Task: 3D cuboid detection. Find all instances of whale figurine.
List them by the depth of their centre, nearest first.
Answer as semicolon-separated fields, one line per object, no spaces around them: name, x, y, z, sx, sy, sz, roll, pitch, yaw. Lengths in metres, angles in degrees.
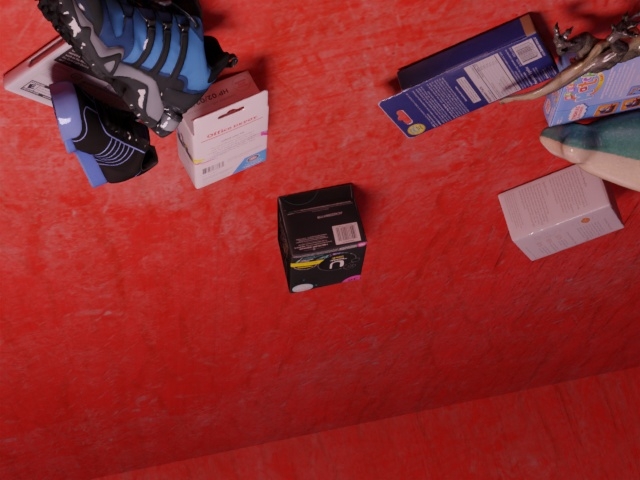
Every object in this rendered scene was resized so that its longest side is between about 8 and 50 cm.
whale figurine;0.467;-0.149;1.865;0.272;0.141;0.216;11;-168;-19

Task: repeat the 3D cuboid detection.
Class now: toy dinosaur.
toy dinosaur;0.351;-0.245;1.607;0.268;0.064;0.118;-25;160;5

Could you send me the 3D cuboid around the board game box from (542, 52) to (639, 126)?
board game box;0.429;-0.231;1.765;0.211;0.039;0.160;-13;157;-5

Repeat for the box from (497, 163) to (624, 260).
box;0.403;-0.050;2.100;0.170;0.091;0.130;-21;156;17

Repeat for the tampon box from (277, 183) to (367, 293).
tampon box;0.000;0.000;1.962;0.120;0.102;0.161;-11;157;-6

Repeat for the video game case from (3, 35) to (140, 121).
video game case;-0.242;-0.197;1.471;0.173;0.022;0.190;-27;153;29

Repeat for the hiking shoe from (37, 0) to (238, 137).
hiking shoe;-0.195;-0.228;1.318;0.132;0.113;0.304;-43;157;-1

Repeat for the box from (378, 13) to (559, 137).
box;0.193;-0.214;1.668;0.225;0.037;0.136;-23;155;15

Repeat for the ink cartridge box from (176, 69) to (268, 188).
ink cartridge box;-0.124;-0.147;1.580;0.104;0.062;0.181;-24;160;-14

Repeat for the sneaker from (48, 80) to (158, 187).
sneaker;-0.254;-0.133;1.490;0.090;0.081;0.232;-16;164;-2
